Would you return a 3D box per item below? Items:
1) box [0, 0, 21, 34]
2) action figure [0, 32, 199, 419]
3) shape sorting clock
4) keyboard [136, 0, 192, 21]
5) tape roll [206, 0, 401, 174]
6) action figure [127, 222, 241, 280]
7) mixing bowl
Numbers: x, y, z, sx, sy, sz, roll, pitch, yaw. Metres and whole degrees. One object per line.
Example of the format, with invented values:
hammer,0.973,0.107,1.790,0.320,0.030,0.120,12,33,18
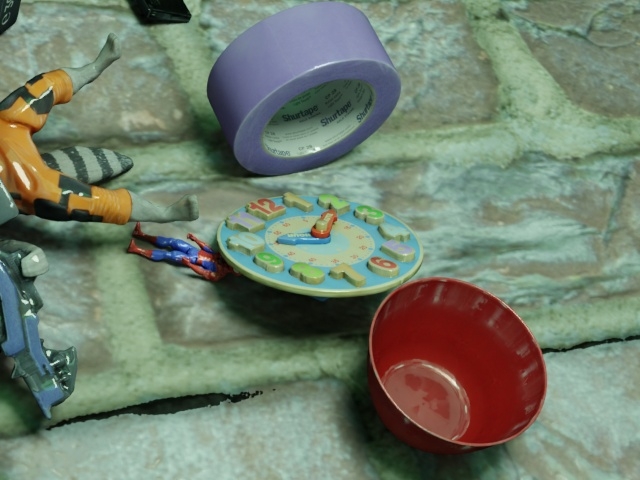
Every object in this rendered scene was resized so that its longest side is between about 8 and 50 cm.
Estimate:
box,-0.472,-0.299,1.150,0.297,0.480,0.472,35,51,5
action figure,-0.286,-0.009,1.262,0.330,0.178,0.341,-21,91,-25
shape sorting clock,0.000,0.000,1.357,0.206,0.040,0.206,2,25,-1
keyboard,-0.226,-0.318,1.562,0.100,0.038,0.192,1,51,-50
tape roll,-0.017,-0.155,1.418,0.189,0.189,0.080,-11,61,-28
action figure,-0.131,0.013,1.356,0.115,0.030,0.038,19,46,-10
mixing bowl,0.117,0.137,1.319,0.181,0.098,0.181,10,52,-14
